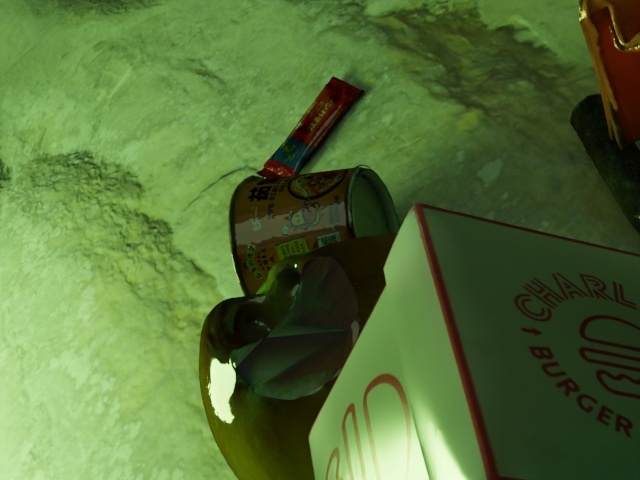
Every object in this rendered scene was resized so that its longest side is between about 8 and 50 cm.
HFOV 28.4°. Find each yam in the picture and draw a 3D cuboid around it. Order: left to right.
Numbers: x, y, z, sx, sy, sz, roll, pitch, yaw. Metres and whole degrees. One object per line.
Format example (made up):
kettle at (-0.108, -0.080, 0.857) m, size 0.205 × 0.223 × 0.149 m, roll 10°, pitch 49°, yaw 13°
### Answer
yam at (0.369, -0.077, 1.512) m, size 0.061 × 0.061 × 0.274 m, roll -35°, pitch 43°, yaw 16°

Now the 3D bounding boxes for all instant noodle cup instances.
instant noodle cup at (0.000, 0.000, 1.682) m, size 0.172 × 0.216 × 0.216 m, roll -13°, pitch 51°, yaw 24°

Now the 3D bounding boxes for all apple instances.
apple at (0.031, 0.148, 1.414) m, size 0.374 × 0.374 × 0.384 m, roll -49°, pitch 47°, yaw 0°

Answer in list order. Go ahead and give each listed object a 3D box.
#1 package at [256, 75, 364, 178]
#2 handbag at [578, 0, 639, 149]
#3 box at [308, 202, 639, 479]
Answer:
package at (-0.017, -0.167, 1.957) m, size 0.200 × 0.022 × 0.083 m, roll -52°, pitch 40°, yaw -6°
handbag at (0.462, -0.301, 1.404) m, size 0.116 × 0.303 × 0.410 m, roll 35°, pitch 80°, yaw 34°
box at (0.187, 0.200, 1.059) m, size 0.312 × 0.314 × 0.300 m, roll -101°, pitch 29°, yaw -51°
